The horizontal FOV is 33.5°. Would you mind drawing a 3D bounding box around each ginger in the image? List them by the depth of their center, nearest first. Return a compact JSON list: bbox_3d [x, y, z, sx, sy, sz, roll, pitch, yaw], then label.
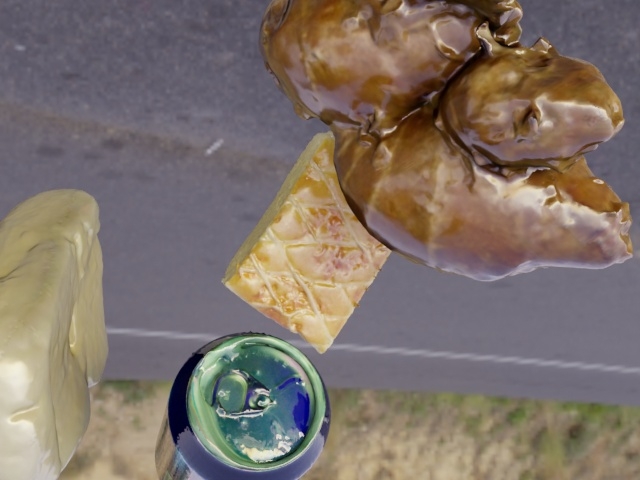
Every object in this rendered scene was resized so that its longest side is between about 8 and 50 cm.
[{"bbox_3d":[0.109,-0.111,0.865,0.152,0.357,0.274,-33,180,-41],"label":"ginger"}]

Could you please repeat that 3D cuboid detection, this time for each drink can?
[{"bbox_3d":[-0.062,0.144,0.798,0.118,0.118,0.205,1,158,-13],"label":"drink can"}]

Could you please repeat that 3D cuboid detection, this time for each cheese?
[{"bbox_3d":[-0.227,0.078,0.821,0.093,0.159,0.263,-2,-151,2],"label":"cheese"}]

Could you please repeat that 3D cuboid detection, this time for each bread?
[{"bbox_3d":[0.000,-0.001,1.050,0.125,0.188,0.068,34,180,-18],"label":"bread"}]
